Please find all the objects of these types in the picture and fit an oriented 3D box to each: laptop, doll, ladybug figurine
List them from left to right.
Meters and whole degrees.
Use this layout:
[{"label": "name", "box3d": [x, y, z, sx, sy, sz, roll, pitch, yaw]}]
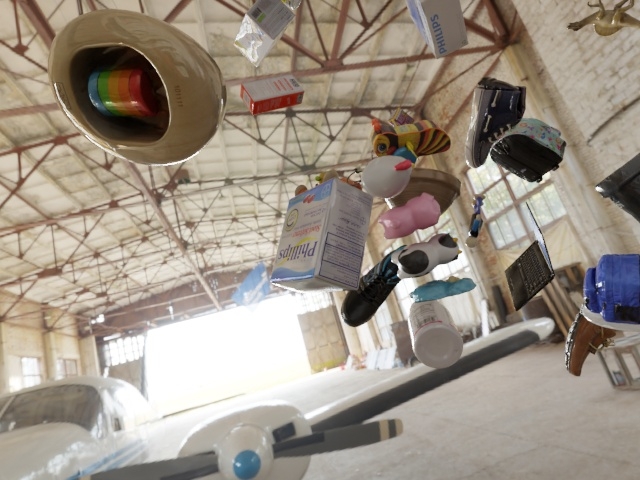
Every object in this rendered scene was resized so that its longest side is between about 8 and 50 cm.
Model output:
[{"label": "ladybug figurine", "box3d": [-0.382, -0.322, 0.866, 0.449, 0.305, 0.162, 11, 34, 21]}, {"label": "doll", "box3d": [0.512, -0.056, 1.338, 0.046, 0.189, 0.129, 10, -30, 18]}, {"label": "laptop", "box3d": [0.669, 0.052, 1.346, 0.264, 0.136, 0.234, -59, 4, 33]}]

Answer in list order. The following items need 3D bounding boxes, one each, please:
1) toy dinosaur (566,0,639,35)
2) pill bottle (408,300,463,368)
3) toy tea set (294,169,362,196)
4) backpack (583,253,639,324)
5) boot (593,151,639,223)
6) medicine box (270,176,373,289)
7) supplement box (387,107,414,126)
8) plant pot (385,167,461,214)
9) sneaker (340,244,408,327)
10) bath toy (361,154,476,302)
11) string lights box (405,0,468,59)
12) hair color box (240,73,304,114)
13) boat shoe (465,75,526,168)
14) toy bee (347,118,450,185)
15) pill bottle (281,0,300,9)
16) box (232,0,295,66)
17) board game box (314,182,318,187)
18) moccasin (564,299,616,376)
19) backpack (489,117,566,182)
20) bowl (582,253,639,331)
[{"label": "toy dinosaur", "box3d": [0.656, -0.496, 0.895, 0.053, 0.183, 0.093, -52, -32, -28]}, {"label": "pill bottle", "box3d": [0.394, 0.310, 1.432, 0.160, 0.160, 0.283, -20, 11, 11]}, {"label": "toy tea set", "box3d": [0.028, -0.178, 1.615, 0.336, 0.200, 0.124, 17, 0, -45]}, {"label": "backpack", "box3d": [0.548, 0.086, 0.752, 0.101, 0.098, 0.120, -1, -47, 31]}, {"label": "boot", "box3d": [0.914, -0.070, 0.876, 0.367, 0.445, 0.146, -41, -17, 13]}, {"label": "medicine box", "box3d": [0.000, 0.000, 1.200, 0.149, 0.289, 0.263, 22, -20, -29]}, {"label": "supplement box", "box3d": [0.309, -0.459, 1.550, 0.083, 0.055, 0.043, 33, -14, -20]}, {"label": "plant pot", "box3d": [0.290, -0.119, 1.198, 0.237, 0.110, 0.237, 7, -13, 2]}, {"label": "sneaker", "box3d": [0.189, 0.143, 1.375, 0.341, 0.125, 0.140, -49, -12, -13]}, {"label": "bath toy", "box3d": [0.217, -0.038, 0.903, 0.151, 0.348, 0.129, -24, -1, -31]}, {"label": "string lights box", "box3d": [0.248, -0.541, 0.923, 0.076, 0.260, 0.133, -21, -44, 16]}, {"label": "hair color box", "box3d": [-0.118, -0.361, 0.997, 0.141, 0.072, 0.043, -22, -23, -26]}, {"label": "boat shoe", "box3d": [0.625, -0.400, 1.451, 0.127, 0.158, 0.341, -38, -44, -30]}, {"label": "toy bee", "box3d": [0.209, -0.270, 1.125, 0.298, 0.195, 0.162, -34, -47, -9]}, {"label": "pill bottle", "box3d": [-0.120, -0.788, 1.280, 0.065, 0.116, 0.065, -58, -3, -4]}, {"label": "box", "box3d": [-0.178, -0.642, 1.239, 0.114, 0.103, 0.203, -55, 19, -14]}, {"label": "board game box", "box3d": [0.055, -0.088, 1.946, 0.056, 0.347, 0.208, -25, -15, -14]}, {"label": "moccasin", "box3d": [0.982, 0.308, 1.434, 0.147, 0.380, 0.139, 24, -2, 28]}, {"label": "backpack", "box3d": [0.845, -0.386, 1.676, 0.253, 0.191, 0.225, 24, -26, -3]}, {"label": "bowl", "box3d": [0.847, 0.118, 1.062, 0.297, 0.134, 0.298, -16, 5, 2]}]
